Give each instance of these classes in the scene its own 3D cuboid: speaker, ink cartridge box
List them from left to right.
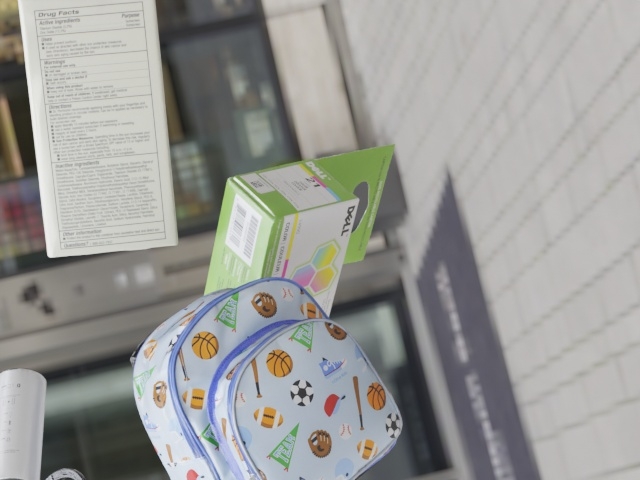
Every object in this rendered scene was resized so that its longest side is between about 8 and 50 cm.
[{"bbox_3d":[-0.314,0.202,1.816,0.055,0.055,0.136,84,-178,-52],"label":"speaker"},{"bbox_3d":[0.000,0.000,2.103,0.097,0.255,0.189,42,132,36],"label":"ink cartridge box"}]

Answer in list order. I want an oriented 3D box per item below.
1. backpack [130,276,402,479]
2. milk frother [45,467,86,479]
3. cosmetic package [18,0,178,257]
[{"bbox_3d":[-0.065,0.177,1.883,0.263,0.276,0.213,55,143,-4],"label":"backpack"},{"bbox_3d":[-0.250,0.326,1.951,0.135,0.129,0.143,1,-70,-76],"label":"milk frother"},{"bbox_3d":[-0.260,-0.146,2.074,0.113,0.160,0.309,-118,24,-76],"label":"cosmetic package"}]
